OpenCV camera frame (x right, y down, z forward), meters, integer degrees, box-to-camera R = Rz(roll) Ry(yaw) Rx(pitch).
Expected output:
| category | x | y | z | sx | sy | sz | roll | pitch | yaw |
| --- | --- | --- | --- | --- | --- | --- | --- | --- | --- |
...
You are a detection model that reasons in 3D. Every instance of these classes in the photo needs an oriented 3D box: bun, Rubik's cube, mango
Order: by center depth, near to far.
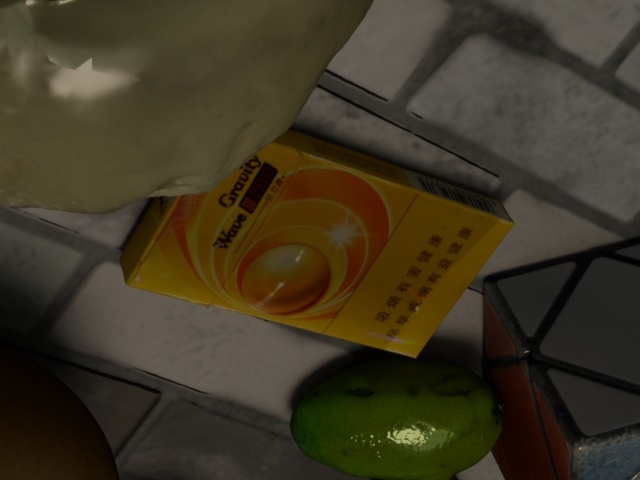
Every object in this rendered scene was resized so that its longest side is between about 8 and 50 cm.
| category | x | y | z | sx | sy | sz | roll | pitch | yaw |
| --- | --- | --- | --- | --- | --- | --- | --- | --- | --- |
| bun | -0.150 | -0.172 | 0.770 | 0.360 | 0.359 | 0.211 | -5 | 154 | -16 |
| Rubik's cube | 0.262 | 0.143 | 1.227 | 0.205 | 0.207 | 0.205 | -13 | 129 | -8 |
| mango | 0.064 | 0.155 | 1.233 | 0.178 | 0.100 | 0.119 | -2 | 139 | -3 |

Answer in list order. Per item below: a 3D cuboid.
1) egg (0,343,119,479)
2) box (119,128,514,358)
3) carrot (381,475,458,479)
| category | x | y | z | sx | sy | sz | roll | pitch | yaw |
| --- | --- | --- | --- | --- | --- | --- | --- | --- | --- |
| egg | -0.310 | 0.206 | 1.020 | 0.351 | 0.282 | 0.282 | -21 | 131 | 0 |
| box | 0.000 | 0.000 | 1.124 | 0.269 | 0.043 | 0.152 | 18 | 119 | -31 |
| carrot | 0.107 | 0.325 | 1.286 | 0.102 | 0.263 | 0.102 | -8 | 140 | -7 |
